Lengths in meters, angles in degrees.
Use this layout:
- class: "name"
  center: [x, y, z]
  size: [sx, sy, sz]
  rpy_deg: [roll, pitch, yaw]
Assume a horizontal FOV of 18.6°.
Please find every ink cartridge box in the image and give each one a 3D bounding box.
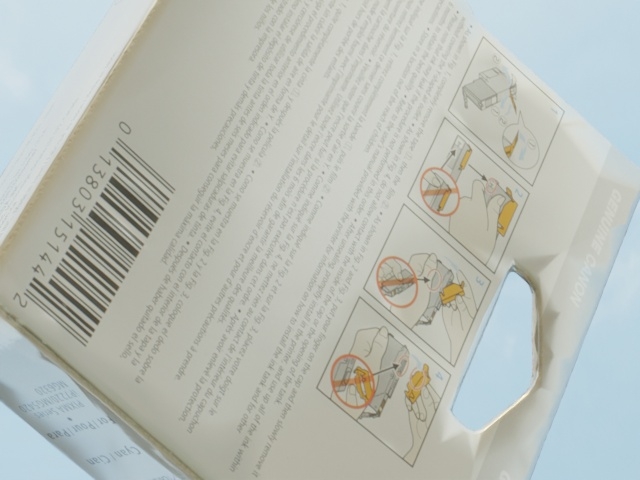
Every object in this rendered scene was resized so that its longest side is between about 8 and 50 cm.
- class: "ink cartridge box"
  center: [0.000, 0.000, 0.859]
  size: [0.261, 0.066, 0.296]
  rpy_deg: [43, -128, -21]
